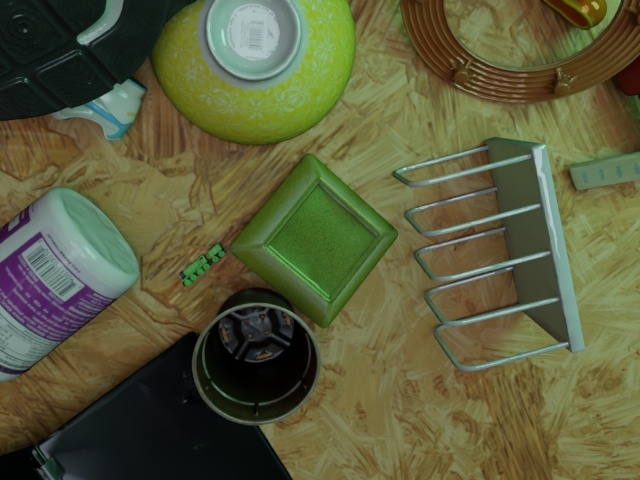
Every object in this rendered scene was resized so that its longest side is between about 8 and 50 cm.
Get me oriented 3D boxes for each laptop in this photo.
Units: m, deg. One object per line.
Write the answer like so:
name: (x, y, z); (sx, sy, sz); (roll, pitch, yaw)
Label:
laptop: (-0.298, 0.411, 1.057); (0.408, 0.236, 0.382); (-23, 103, 28)

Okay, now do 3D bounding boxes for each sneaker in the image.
sneaker: (-0.353, -0.214, 0.896); (0.228, 0.087, 0.092); (25, 99, -8)
sneaker: (-0.281, -0.340, 0.821); (0.447, 0.257, 0.169); (-34, 142, 2)

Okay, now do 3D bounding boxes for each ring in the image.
ring: (0.267, -0.302, 0.857); (0.336, 0.032, 0.336); (8, 142, 6)

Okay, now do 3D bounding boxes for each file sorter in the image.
file sorter: (0.224, 0.016, 0.946); (0.173, 0.193, 0.278); (-16, 102, 0)

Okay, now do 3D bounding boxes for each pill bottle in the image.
pill bottle: (-0.409, 0.081, 0.906); (0.301, 0.169, 0.169); (-38, 102, 3)

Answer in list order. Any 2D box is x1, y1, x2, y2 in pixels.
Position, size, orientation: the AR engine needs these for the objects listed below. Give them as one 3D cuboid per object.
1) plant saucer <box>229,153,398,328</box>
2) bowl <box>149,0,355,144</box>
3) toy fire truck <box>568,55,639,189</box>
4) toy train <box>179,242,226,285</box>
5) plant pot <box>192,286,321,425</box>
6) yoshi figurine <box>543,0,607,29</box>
plant saucer: (0.000, 0.000, 0.968); (0.188, 0.045, 0.188); (41, 78, -11)
bowl: (-0.088, -0.263, 0.878); (0.289, 0.156, 0.289); (-1, 102, -5)
toy fire truck: (0.478, -0.184, 0.969); (0.246, 0.158, 0.217); (-35, 103, -9)
toy train: (-0.175, 0.035, 0.997); (0.083, 0.017, 0.024); (-39, 92, 3)
plant pot: (-0.089, 0.147, 0.951); (0.167, 0.165, 0.167); (-1, 100, -5)
yoshi figurine: (0.467, -0.450, 0.891); (0.203, 0.203, 0.362); (40, 92, -27)
